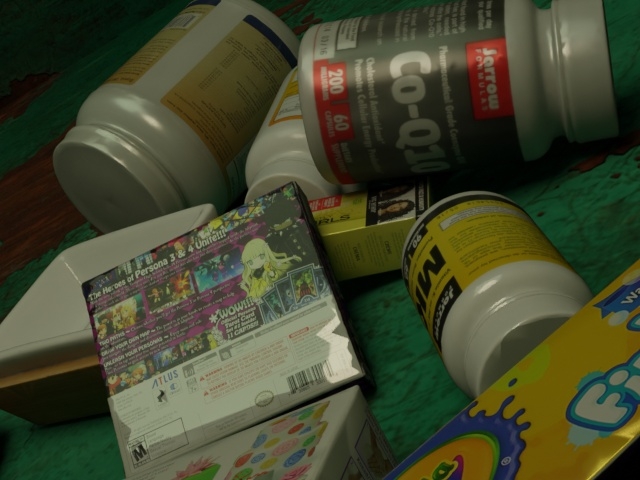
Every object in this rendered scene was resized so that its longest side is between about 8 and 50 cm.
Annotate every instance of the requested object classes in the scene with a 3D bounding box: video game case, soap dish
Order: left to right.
[{"bbox_3d":[-0.221,0.087,1.264,0.290,0.118,0.229,-16,30,38],"label":"soap dish"},{"bbox_3d":[-0.090,0.083,1.035,0.232,0.042,0.210,-26,59,8],"label":"video game case"}]

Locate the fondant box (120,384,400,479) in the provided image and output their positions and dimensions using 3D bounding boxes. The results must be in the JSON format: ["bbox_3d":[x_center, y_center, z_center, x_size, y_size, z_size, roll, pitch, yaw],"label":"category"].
[{"bbox_3d":[-0.090,0.243,0.740,0.238,0.096,0.330,-25,13,23],"label":"fondant box"}]

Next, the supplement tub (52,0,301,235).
[{"bbox_3d":[-0.174,-0.152,1.509,0.228,0.228,0.316,-4,38,50],"label":"supplement tub"}]

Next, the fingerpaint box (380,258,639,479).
[{"bbox_3d":[0.243,0.134,0.497,0.444,0.163,0.371,-39,24,-7],"label":"fingerpaint box"}]

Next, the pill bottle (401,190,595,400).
[{"bbox_3d":[0.136,0.051,0.851,0.119,0.119,0.208,-33,23,5],"label":"pill bottle"}]

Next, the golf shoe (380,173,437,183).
[{"bbox_3d":[0.137,-0.149,1.287,0.273,0.105,0.120,-46,4,-24],"label":"golf shoe"}]

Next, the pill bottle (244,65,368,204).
[{"bbox_3d":[-0.007,-0.096,1.298,0.136,0.136,0.246,-23,27,27],"label":"pill bottle"}]

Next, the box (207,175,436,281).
[{"bbox_3d":[0.000,0.000,1.129,0.232,0.058,0.087,-11,28,12],"label":"box"}]

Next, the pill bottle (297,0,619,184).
[{"bbox_3d":[0.134,-0.148,1.100,0.283,0.161,0.161,-7,32,15],"label":"pill bottle"}]
